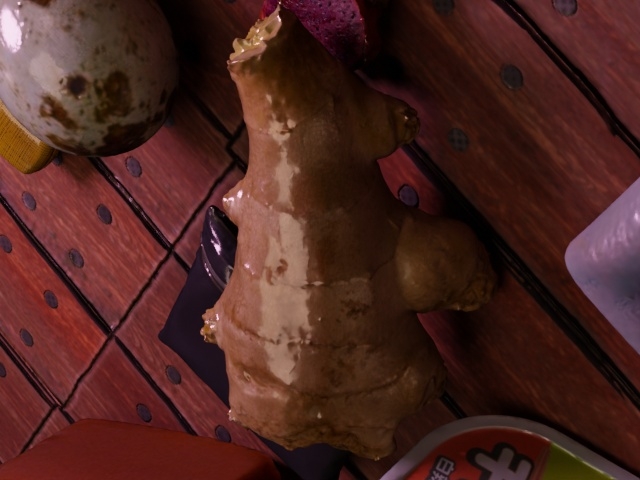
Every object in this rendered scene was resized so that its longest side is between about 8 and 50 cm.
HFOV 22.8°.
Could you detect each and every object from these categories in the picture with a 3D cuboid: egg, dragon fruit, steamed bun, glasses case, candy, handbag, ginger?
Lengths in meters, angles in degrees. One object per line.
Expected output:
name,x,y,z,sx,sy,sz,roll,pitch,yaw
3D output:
egg,-0.227,-0.184,1.456,0.169,0.169,0.231,-36,84,46
dragon fruit,0.007,-0.193,1.321,0.112,0.068,0.126,20,134,25
steamed bun,-0.182,0.350,1.650,0.379,0.235,0.248,6,113,39
glasses case,-0.352,-0.170,1.646,0.234,0.064,0.079,51,133,8
candy,0.273,0.014,1.190,0.138,0.071,0.174,49,134,10
handbag,-0.043,0.108,1.508,0.254,0.089,0.211,41,139,16
ginger,0.024,0.003,1.305,0.236,0.166,0.375,12,123,13

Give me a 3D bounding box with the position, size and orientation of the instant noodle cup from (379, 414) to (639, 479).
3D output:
instant noodle cup,0.150,0.359,1.366,0.294,0.294,0.308,30,136,27
